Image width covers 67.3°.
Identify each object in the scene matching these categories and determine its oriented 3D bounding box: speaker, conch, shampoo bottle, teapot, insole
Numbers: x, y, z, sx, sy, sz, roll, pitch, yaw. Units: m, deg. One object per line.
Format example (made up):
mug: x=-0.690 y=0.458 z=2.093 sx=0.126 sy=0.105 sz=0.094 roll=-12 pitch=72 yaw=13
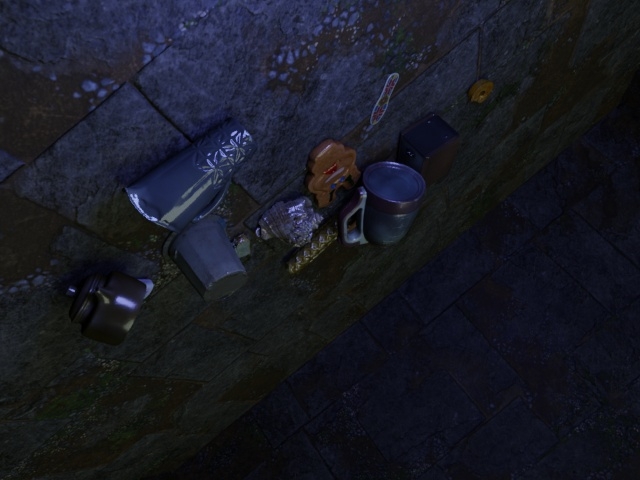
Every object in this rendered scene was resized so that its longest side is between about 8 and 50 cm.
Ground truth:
speaker: x=0.398 y=-0.326 z=1.813 sx=0.192 sy=0.153 sz=0.231 roll=-34 pitch=156 yaw=-13
conch: x=-0.101 y=-0.061 z=1.628 sx=0.245 sy=0.163 sz=0.179 roll=-12 pitch=115 yaw=-17
shampoo bottle: x=-0.549 y=0.143 z=1.408 sx=0.072 sy=0.043 sz=0.099 roll=-47 pitch=155 yaw=15
teapot: x=-0.582 y=0.166 z=1.269 sx=0.175 sy=0.186 sz=0.267 roll=30 pitch=148 yaw=-23
insole: x=0.197 y=-0.440 z=1.505 sx=0.065 sy=0.006 sz=0.193 roll=-22 pitch=151 yaw=-35
teapot: x=0.207 y=-0.096 z=1.791 sx=0.314 sy=0.233 sz=0.312 roll=-11 pitch=137 yaw=-19

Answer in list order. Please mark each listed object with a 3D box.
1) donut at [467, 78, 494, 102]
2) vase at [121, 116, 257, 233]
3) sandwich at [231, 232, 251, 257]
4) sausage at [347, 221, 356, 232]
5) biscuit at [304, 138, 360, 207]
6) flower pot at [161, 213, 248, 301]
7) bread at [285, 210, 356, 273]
donut: x=0.605 y=-0.569 z=1.820 sx=0.108 sy=0.043 sz=0.097 roll=-5 pitch=140 yaw=-50
vase: x=-0.289 y=-0.154 z=1.150 sx=0.301 sy=0.156 sz=0.251 roll=-43 pitch=154 yaw=-6
sandwich: x=-0.276 y=0.024 z=1.602 sx=0.093 sy=0.036 sz=0.105 roll=-26 pitch=152 yaw=-26
sausage: x=0.147 y=-0.073 z=2.039 sx=0.186 sy=0.043 sz=0.043 roll=-30 pitch=155 yaw=-20
biscuit: x=0.041 y=-0.223 z=1.613 sx=0.202 sy=0.047 sz=0.334 roll=-37 pitch=156 yaw=-4
flower pot: x=-0.328 y=0.067 z=1.411 sx=0.212 sy=0.203 sz=0.212 roll=-30 pitch=158 yaw=-14
bread: x=0.000 y=0.001 z=1.912 sx=0.367 sy=0.077 sz=0.084 roll=-44 pitch=155 yaw=8
